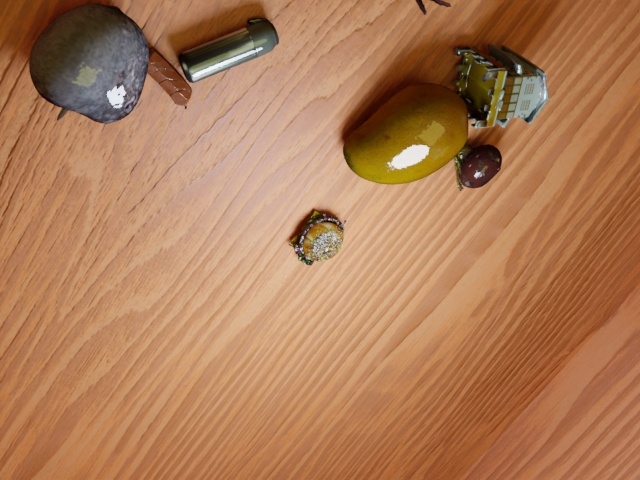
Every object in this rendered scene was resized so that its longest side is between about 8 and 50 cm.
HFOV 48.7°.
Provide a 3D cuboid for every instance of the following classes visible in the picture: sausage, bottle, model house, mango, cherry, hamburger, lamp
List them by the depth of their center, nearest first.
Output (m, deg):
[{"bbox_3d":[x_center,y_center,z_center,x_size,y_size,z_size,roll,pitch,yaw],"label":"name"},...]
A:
[{"bbox_3d":[-0.521,-0.392,1.603,0.255,0.218,0.296,23,100,-37],"label":"cherry"},{"bbox_3d":[-0.378,-0.401,1.762,0.065,0.065,0.169,-40,131,5],"label":"sausage"},{"bbox_3d":[-0.231,-0.481,1.772,0.253,0.079,0.096,-24,92,-7],"label":"bottle"},{"bbox_3d":[0.250,-0.297,2.047,0.378,0.221,0.264,-25,123,10],"label":"mango"},{"bbox_3d":[0.514,-0.450,2.057,0.215,0.224,0.199,-10,126,-19],"label":"model house"},{"bbox_3d":[0.000,0.003,2.217,0.164,0.093,0.190,16,117,-34],"label":"hamburger"},{"bbox_3d":[0.501,-0.246,2.265,0.157,0.135,0.156,-33,168,-35],"label":"lamp"}]

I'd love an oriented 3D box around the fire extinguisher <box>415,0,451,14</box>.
[{"bbox_3d":[0.347,-0.709,1.799,0.337,0.147,0.106,-46,160,-8],"label":"fire extinguisher"}]
